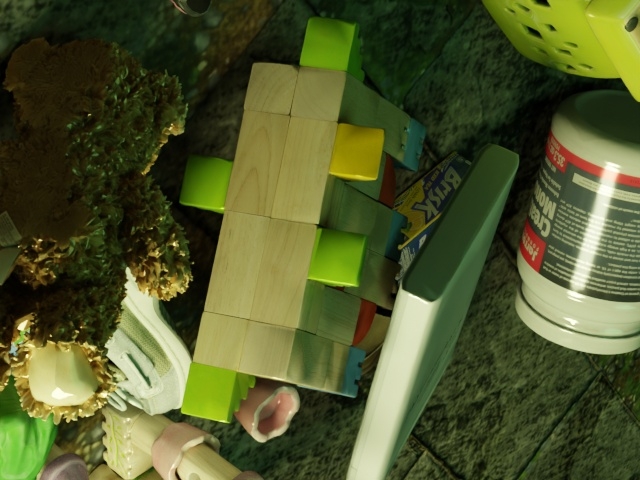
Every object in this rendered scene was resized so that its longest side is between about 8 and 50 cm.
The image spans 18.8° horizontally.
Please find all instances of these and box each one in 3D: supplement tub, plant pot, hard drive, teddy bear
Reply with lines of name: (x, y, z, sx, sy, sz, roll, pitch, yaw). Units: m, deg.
supplement tub: (0.340, -0.023, 2.289, 0.191, 0.191, 0.272, -16, 128, -42)
plant pot: (0.312, -0.293, 2.037, 0.228, 0.207, 0.227, -52, 145, -5)
hard drive: (0.117, 0.089, 2.087, 0.233, 0.047, 0.353, -57, 168, -38)
teddy bear: (-0.219, -0.002, 1.607, 0.245, 0.338, 0.113, -12, 150, 10)

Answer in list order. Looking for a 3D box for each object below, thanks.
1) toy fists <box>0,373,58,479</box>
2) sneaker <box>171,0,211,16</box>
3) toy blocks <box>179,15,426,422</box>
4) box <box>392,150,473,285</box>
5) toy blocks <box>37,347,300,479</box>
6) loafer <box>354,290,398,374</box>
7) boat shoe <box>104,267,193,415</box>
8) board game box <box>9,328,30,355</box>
toy fists: (-0.359, 0.161, 1.616, 0.279, 0.096, 0.142, 0, 149, -14)
sneaker: (-0.107, -0.245, 1.715, 0.047, 0.057, 0.119, -34, 140, -31)
toy blocks: (0.000, 0.000, 1.885, 0.261, 0.190, 0.382, 25, 75, -67)
box: (0.114, -0.023, 2.140, 0.169, 0.059, 0.054, -39, 143, -23)
toy blocks: (-0.130, 0.317, 1.948, 0.309, 0.260, 0.289, -27, 136, -35)
loafer: (0.054, 0.102, 2.175, 0.148, 0.056, 0.050, -39, 141, -38)
boat shoe: (-0.197, 0.077, 1.801, 0.103, 0.118, 0.320, -33, 152, -10)
board game box: (-0.343, 0.077, 1.704, 0.211, 0.039, 0.160, -37, 140, -23)
